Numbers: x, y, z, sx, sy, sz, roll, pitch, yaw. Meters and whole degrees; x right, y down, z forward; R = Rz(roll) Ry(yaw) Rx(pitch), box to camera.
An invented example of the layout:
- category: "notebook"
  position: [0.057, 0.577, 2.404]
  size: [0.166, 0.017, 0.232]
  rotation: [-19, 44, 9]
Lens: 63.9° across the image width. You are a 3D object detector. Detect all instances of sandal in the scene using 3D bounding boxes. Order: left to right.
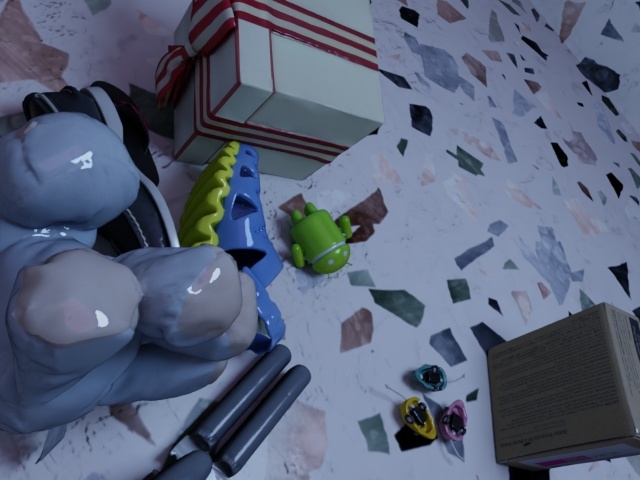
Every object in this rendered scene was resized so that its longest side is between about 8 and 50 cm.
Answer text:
- category: "sandal"
  position: [-0.262, -0.148, 0.700]
  size: [0.067, 0.040, 0.179]
  rotation: [-15, 72, -40]
- category: "sandal"
  position: [-0.110, 0.021, 0.657]
  size: [0.138, 0.126, 0.318]
  rotation: [16, 64, -28]

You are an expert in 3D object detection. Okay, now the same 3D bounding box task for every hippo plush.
- category: "hippo plush"
  position: [-0.206, 0.028, 0.462]
  size: [0.234, 0.294, 0.237]
  rotation: [8, 48, -53]

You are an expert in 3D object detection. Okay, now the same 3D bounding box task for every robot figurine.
- category: "robot figurine"
  position: [0.000, 0.000, 0.773]
  size: [0.101, 0.067, 0.115]
  rotation: [-30, 81, -15]

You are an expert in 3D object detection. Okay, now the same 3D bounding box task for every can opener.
- category: "can opener"
  position: [-0.100, 0.219, 0.561]
  size: [0.074, 0.093, 0.280]
  rotation: [48, 42, 0]

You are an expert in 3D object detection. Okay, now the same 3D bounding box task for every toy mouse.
- category: "toy mouse"
  position: [0.175, 0.243, 0.770]
  size: [0.143, 0.031, 0.161]
  rotation: [-34, 85, -42]

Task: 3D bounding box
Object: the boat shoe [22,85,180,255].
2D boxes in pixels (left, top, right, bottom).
- category: "boat shoe"
  position: [-0.261, -0.058, 0.606]
  size: [0.091, 0.114, 0.303]
  rotation: [-16, 61, -41]

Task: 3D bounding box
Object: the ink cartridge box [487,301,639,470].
- category: "ink cartridge box"
  position: [0.373, 0.229, 0.778]
  size: [0.088, 0.234, 0.193]
  rotation: [22, 53, -21]

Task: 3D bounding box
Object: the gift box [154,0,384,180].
- category: "gift box"
  position: [-0.091, -0.257, 0.751]
  size: [0.258, 0.255, 0.276]
  rotation: [5, 66, -35]
